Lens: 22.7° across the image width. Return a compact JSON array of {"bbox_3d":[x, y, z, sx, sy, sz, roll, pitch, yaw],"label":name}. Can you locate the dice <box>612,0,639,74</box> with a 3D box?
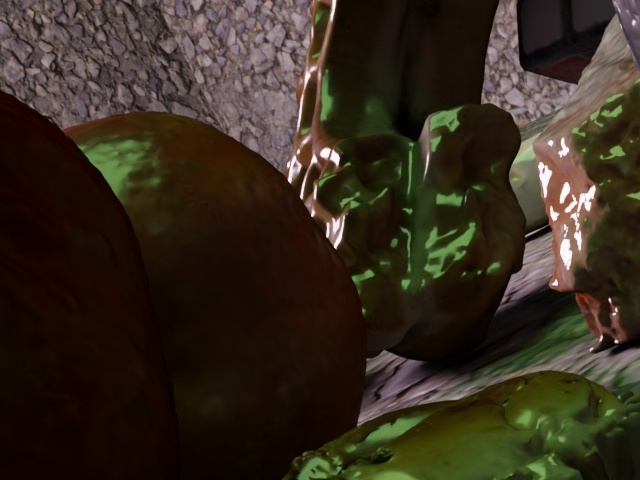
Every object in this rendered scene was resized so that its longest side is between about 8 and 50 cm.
[{"bbox_3d":[0.173,-0.061,0.335,0.182,0.183,0.181,-26,1,-2],"label":"dice"}]

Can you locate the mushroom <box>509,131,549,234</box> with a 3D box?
[{"bbox_3d":[0.235,-0.085,1.209,0.333,0.087,0.107,-29,3,19],"label":"mushroom"}]

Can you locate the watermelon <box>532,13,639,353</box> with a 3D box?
[{"bbox_3d":[0.239,-0.104,0.686,0.302,0.151,0.264,-29,-1,-43],"label":"watermelon"}]

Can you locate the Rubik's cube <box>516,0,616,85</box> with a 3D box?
[{"bbox_3d":[0.273,-0.219,0.961,0.237,0.237,0.238,12,-20,-36],"label":"Rubik's cube"}]

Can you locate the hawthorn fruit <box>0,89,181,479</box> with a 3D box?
[{"bbox_3d":[-0.186,0.083,0.473,0.307,0.265,0.265,-58,-11,25],"label":"hawthorn fruit"}]

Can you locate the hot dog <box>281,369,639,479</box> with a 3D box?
[{"bbox_3d":[-0.035,0.106,0.331,0.268,0.075,0.144,-30,4,-34],"label":"hot dog"}]

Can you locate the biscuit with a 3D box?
[{"bbox_3d":[0.053,-0.109,0.913,0.115,0.366,0.268,11,-8,-8],"label":"biscuit"}]

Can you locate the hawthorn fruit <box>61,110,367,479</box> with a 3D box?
[{"bbox_3d":[-0.068,0.044,0.677,0.196,0.196,0.225,-26,-3,16],"label":"hawthorn fruit"}]
